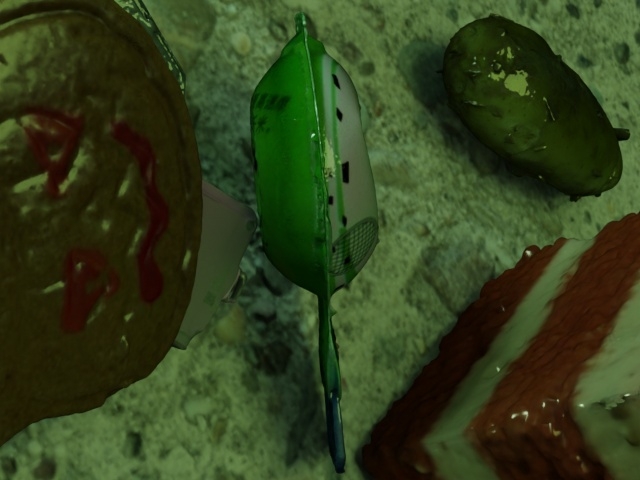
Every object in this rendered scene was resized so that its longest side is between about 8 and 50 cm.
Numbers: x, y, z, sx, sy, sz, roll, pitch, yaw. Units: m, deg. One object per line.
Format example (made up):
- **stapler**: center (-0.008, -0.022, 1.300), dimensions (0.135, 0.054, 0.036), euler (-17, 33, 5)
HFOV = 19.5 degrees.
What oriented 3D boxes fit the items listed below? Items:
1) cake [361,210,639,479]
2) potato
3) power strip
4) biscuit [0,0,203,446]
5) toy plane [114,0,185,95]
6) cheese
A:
- **cake**: center (0.255, 0.151, 1.380), dimensions (0.269, 0.319, 0.270), euler (53, 48, -15)
- **potato**: center (0.182, -0.104, 1.556), dimensions (0.225, 0.090, 0.117), euler (34, 49, -39)
- **power strip**: center (-0.156, -0.025, 1.208), dimensions (0.279, 0.037, 0.109), euler (33, 79, -39)
- **biscuit**: center (-0.181, -0.014, 1.136), dimensions (0.257, 0.049, 0.273), euler (-25, 113, -33)
- **toy plane**: center (-0.172, -0.174, 1.262), dimensions (0.226, 0.058, 0.226), euler (23, 69, -33)
- **cheese**: center (0.000, 0.000, 1.314), dimensions (0.083, 0.204, 0.320), euler (-7, 96, -3)
